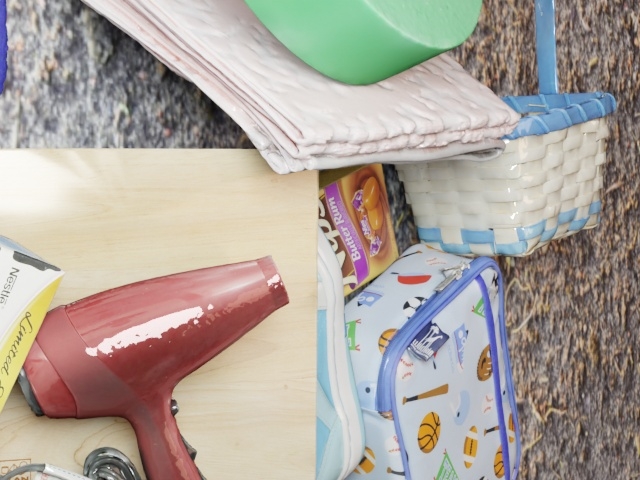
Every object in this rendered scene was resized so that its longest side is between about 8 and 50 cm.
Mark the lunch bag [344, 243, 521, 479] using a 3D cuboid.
[{"bbox_3d":[0.107,0.159,1.469,0.243,0.115,0.303,-37,129,-43],"label":"lunch bag"}]

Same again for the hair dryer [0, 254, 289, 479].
[{"bbox_3d":[-0.118,0.130,1.042,0.223,0.080,0.294,27,99,-24],"label":"hair dryer"}]

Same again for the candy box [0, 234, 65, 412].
[{"bbox_3d":[-0.293,0.047,0.920,0.233,0.071,0.159,23,91,-44],"label":"candy box"}]

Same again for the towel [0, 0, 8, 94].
[{"bbox_3d":[-0.333,-0.179,0.948,0.308,0.076,0.228,-10,103,-55],"label":"towel"}]

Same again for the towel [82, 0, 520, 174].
[{"bbox_3d":[-0.031,-0.163,1.205,0.331,0.317,0.053,-9,135,-55],"label":"towel"}]

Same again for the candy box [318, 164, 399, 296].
[{"bbox_3d":[0.000,0.000,1.413,0.186,0.053,0.109,-29,113,-50],"label":"candy box"}]

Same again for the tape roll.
[{"bbox_3d":[0.008,-0.278,1.115,0.321,0.077,0.321,35,44,-44],"label":"tape roll"}]

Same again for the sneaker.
[{"bbox_3d":[-0.069,0.109,1.249,0.208,0.127,0.319,-40,119,-49],"label":"sneaker"}]

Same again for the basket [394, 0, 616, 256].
[{"bbox_3d":[0.179,-0.134,1.538,0.254,0.201,0.289,-14,105,-51],"label":"basket"}]

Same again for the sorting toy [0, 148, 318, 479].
[{"bbox_3d":[-0.137,0.059,1.110,0.257,0.089,0.256,-1,95,-21],"label":"sorting toy"}]
